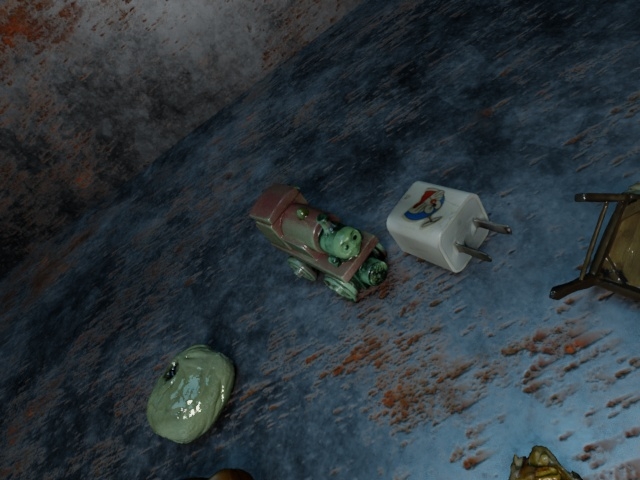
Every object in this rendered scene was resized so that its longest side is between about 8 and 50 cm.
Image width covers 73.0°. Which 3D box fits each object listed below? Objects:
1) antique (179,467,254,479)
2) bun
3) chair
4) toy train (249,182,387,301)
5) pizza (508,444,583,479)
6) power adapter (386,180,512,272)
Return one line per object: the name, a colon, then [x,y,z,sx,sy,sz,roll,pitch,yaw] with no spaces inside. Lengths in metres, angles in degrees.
antique: [-0.211,0.508,0.712,0.278,0.129,0.223,-46,40,-4]
bun: [-0.296,0.332,0.954,0.221,0.108,0.221,-21,44,22]
chair: [0.486,0.002,0.611,0.160,0.319,0.186,25,117,50]
toy train: [0.000,0.000,0.926,0.304,0.221,0.150,21,68,46]
pizza: [0.227,0.373,0.463,0.086,0.161,0.305,19,57,11]
power adapter: [0.250,-0.020,0.817,0.130,0.125,0.205,-52,40,-13]
